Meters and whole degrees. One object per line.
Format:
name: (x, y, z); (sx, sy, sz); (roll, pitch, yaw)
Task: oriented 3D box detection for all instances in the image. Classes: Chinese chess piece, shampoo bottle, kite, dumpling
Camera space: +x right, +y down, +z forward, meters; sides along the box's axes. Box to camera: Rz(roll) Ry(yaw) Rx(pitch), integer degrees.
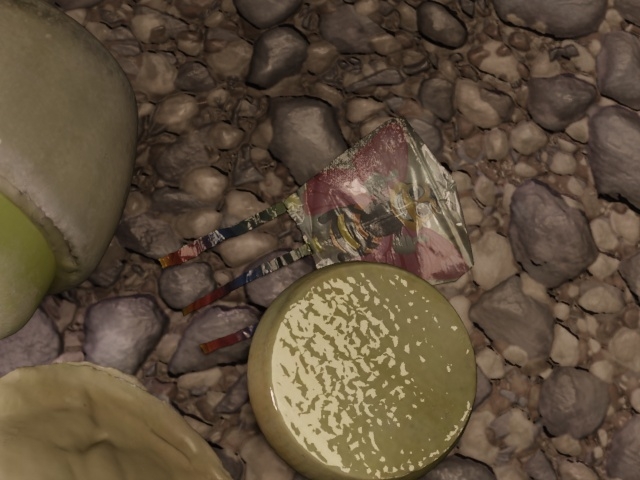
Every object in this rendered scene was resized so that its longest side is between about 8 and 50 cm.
Chinese chess piece: (0.044, 0.146, 1.684); (0.250, 0.101, 0.250); (4, 76, -14)
shampoo bottle: (-0.346, -0.083, 1.566); (0.322, 0.322, 0.317); (30, 63, -2)
kite: (-0.001, 0.001, 1.773); (0.360, 0.022, 0.204); (-22, 82, -18)
dumpling: (-0.226, 0.272, 1.538); (0.395, 0.233, 0.316); (19, 67, -21)
